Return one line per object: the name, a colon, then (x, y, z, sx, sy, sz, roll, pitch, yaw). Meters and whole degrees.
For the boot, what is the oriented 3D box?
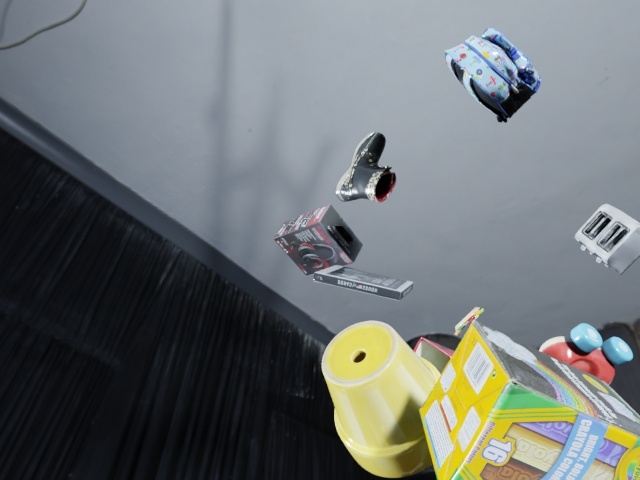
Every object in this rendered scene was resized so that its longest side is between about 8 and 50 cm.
boot: (0.159, -0.206, 1.315, 0.085, 0.236, 0.178, 37, 168, -32)

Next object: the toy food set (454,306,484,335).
toy food set: (0.358, 0.192, 1.123, 0.020, 0.083, 0.083, 47, 153, 19)

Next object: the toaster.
toaster: (0.945, -0.011, 1.485, 0.110, 0.168, 0.186, 24, 114, -23)

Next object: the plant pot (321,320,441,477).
plant pot: (0.123, 0.305, 0.956, 0.253, 0.254, 0.239, -19, 120, 20)

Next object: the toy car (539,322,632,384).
toy car: (0.706, 0.390, 1.239, 0.210, 0.238, 0.219, 23, 132, -13)

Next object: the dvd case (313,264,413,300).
dvd case: (0.122, 0.112, 1.274, 0.238, 0.179, 0.030, 11, 97, 20)

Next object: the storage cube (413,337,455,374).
storage cube: (0.334, 0.387, 1.179, 0.193, 0.215, 0.184, 26, 92, -33)

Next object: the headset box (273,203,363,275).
headset box: (0.000, 0.000, 1.770, 0.293, 0.110, 0.218, -17, 122, 42)

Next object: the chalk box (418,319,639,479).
chalk box: (0.313, 0.272, 0.633, 0.288, 0.180, 0.179, 26, 104, -3)

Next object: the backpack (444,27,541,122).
backpack: (0.330, -0.336, 0.907, 0.173, 0.158, 0.117, 14, 130, -47)
